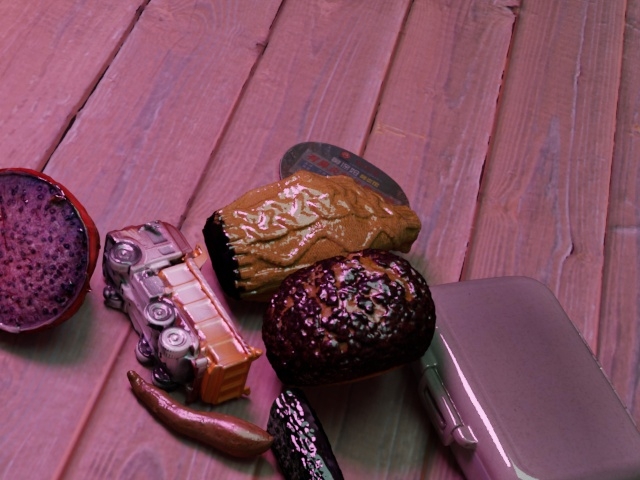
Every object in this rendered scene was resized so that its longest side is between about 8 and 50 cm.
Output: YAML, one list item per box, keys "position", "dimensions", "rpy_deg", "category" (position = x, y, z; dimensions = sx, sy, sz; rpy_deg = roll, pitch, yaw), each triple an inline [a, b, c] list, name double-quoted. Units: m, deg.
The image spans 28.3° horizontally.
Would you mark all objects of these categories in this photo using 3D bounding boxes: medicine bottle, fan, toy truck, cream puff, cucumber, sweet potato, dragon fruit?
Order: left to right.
- position: [-0.382, 0.011, 1.698]
  dimensions: [0.148, 0.224, 0.218]
  rpy_deg: [-17, 88, -75]
  category: "dragon fruit"
- position: [-0.193, 0.094, 1.718]
  dimensions: [0.135, 0.114, 0.270]
  rpy_deg: [-17, 56, -30]
  category: "toy truck"
- position: [-0.163, 0.230, 1.646]
  dimensions: [0.214, 0.050, 0.050]
  rpy_deg: [22, 43, 9]
  category: "sweet potato"
- position: [-0.007, 0.301, 1.619]
  dimensions: [0.074, 0.074, 0.241]
  rpy_deg: [-7, 51, -27]
  category: "cucumber"
- position: [0.041, -0.051, 2.033]
  dimensions: [0.223, 0.012, 0.294]
  rpy_deg: [11, 45, -15]
  category: "fan"
- position: [0.036, 0.103, 1.703]
  dimensions: [0.239, 0.239, 0.164]
  rpy_deg: [-16, 94, -34]
  category: "cream puff"
- position: [0.278, 0.217, 1.779]
  dimensions: [0.282, 0.123, 0.375]
  rpy_deg: [-5, 50, -26]
  category: "medicine bottle"

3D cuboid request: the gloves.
- position: [0.001, -0.005, 1.855]
  dimensions: [0.356, 0.155, 0.203]
  rpy_deg: [-11, 72, -37]
  category: "gloves"
